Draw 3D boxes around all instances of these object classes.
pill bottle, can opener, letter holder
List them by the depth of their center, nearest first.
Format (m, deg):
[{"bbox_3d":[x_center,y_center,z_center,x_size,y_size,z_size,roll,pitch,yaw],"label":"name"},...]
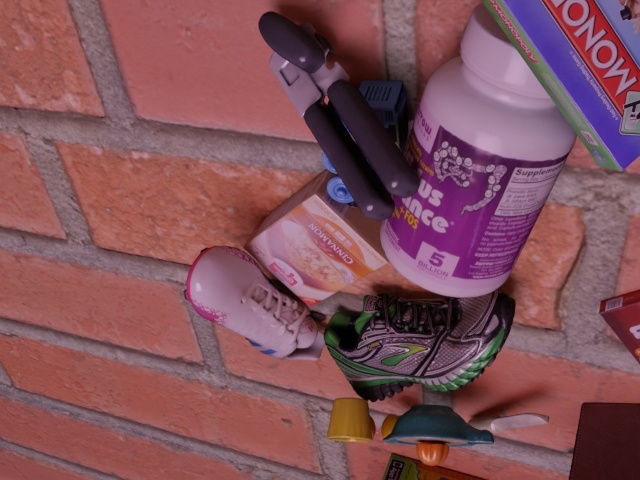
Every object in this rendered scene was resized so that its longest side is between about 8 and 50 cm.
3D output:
[{"bbox_3d":[0.178,-0.095,0.851,0.169,0.169,0.301,22,129,9],"label":"pill bottle"},{"bbox_3d":[0.004,-0.148,0.864,0.076,0.283,0.095,-43,146,22],"label":"can opener"},{"bbox_3d":[0.464,0.387,1.063,0.214,0.302,0.152,-8,125,34],"label":"letter holder"}]

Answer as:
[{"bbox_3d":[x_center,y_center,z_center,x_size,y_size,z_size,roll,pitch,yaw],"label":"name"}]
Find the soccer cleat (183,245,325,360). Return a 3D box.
[{"bbox_3d":[-0.081,0.101,1.170,0.143,0.116,0.331,17,164,24],"label":"soccer cleat"}]

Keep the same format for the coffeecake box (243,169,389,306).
[{"bbox_3d":[0.000,0.000,1.121,0.142,0.068,0.185,42,137,-14],"label":"coffeecake box"}]

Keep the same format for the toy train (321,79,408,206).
[{"bbox_3d":[0.059,-0.115,0.975,0.105,0.080,0.184,5,132,16],"label":"toy train"}]

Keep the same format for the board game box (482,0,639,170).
[{"bbox_3d":[0.249,-0.248,0.674,0.213,0.046,0.317,-42,109,0],"label":"board game box"}]

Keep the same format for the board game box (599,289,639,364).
[{"bbox_3d":[0.510,0.164,1.031,0.145,0.027,0.281,-26,115,43],"label":"board game box"}]

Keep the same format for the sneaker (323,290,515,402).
[{"bbox_3d":[0.132,0.140,1.134,0.344,0.134,0.146,-26,114,42],"label":"sneaker"}]

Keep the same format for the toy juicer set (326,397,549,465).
[{"bbox_3d":[0.172,0.314,1.233,0.329,0.089,0.209,3,160,-1],"label":"toy juicer set"}]

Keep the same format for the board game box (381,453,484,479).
[{"bbox_3d":[0.247,0.678,1.415,0.356,0.356,0.356,11,134,20],"label":"board game box"}]
